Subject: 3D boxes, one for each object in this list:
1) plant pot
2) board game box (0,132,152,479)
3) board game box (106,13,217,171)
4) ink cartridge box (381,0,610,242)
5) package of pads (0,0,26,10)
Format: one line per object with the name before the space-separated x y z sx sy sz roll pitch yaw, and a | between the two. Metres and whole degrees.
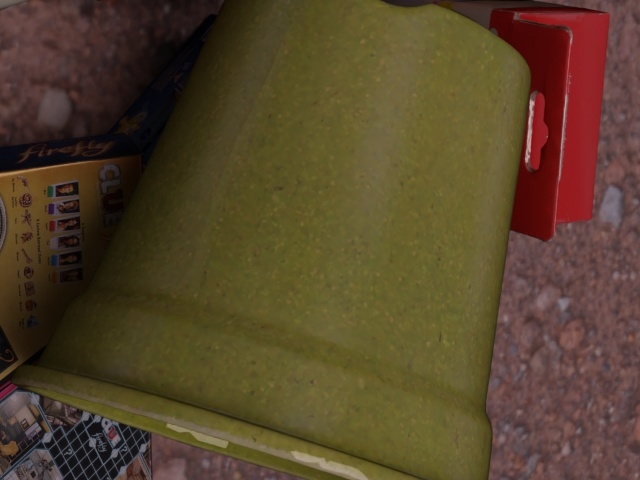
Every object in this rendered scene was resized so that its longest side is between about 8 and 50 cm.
plant pot | 0.000 0.000 0.939 0.276 0.276 0.254 24 78 -34
board game box | -0.186 0.064 1.017 0.165 0.042 0.243 -8 115 -21
board game box | -0.085 -0.026 1.091 0.201 0.035 0.136 -50 122 -11
ink cartridge box | 0.106 -0.086 1.076 0.078 0.231 0.134 -5 106 -31
package of pads | -0.238 -0.240 0.830 0.296 0.229 0.101 62 29 -28
